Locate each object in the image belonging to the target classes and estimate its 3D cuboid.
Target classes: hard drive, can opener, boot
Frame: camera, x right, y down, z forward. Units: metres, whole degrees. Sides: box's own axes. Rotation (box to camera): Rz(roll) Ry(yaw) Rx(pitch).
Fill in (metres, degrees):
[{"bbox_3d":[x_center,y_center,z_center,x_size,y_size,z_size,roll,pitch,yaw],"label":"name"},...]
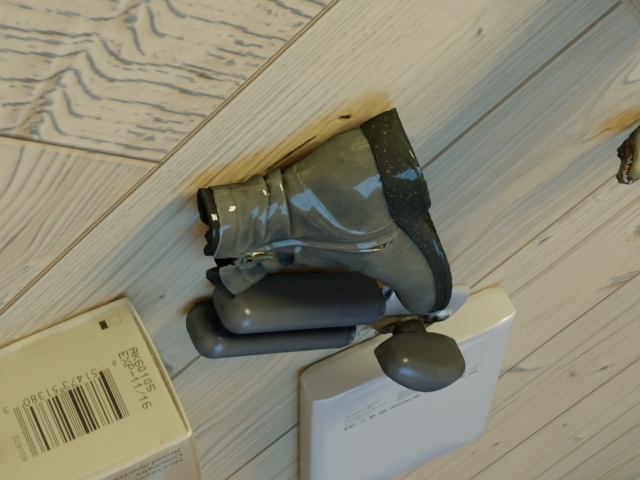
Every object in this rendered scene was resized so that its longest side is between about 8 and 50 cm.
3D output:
[{"bbox_3d":[0.076,0.159,1.657,0.203,0.040,0.307,-23,156,-12],"label":"hard drive"},{"bbox_3d":[0.022,0.068,1.360,0.280,0.093,0.074,4,142,-44],"label":"can opener"},{"bbox_3d":[0.000,0.000,1.223,0.161,0.083,0.246,-21,151,1],"label":"boot"}]

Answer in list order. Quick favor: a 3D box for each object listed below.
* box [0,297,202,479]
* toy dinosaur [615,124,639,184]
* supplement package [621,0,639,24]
[{"bbox_3d":[-0.173,0.179,1.324,0.148,0.121,0.311,-24,156,-10],"label":"box"},{"bbox_3d":[0.349,-0.122,1.353,0.268,0.064,0.118,-21,170,-18],"label":"toy dinosaur"},{"bbox_3d":[0.330,-0.161,1.061,0.149,0.194,0.203,-17,156,-45],"label":"supplement package"}]
